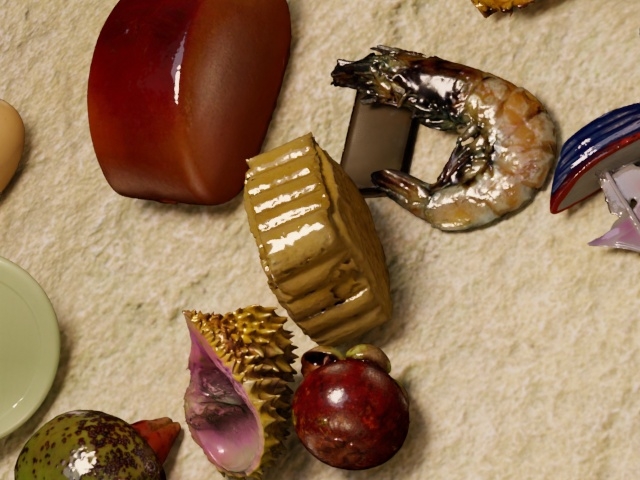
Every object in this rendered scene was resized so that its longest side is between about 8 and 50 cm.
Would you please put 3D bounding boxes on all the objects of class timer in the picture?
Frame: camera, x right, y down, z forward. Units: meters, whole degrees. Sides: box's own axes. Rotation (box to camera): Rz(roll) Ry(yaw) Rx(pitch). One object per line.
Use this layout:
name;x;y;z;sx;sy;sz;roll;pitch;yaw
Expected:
timer;-0.580;0.144;2.110;0.291;0.291;0.315;-59;27;-10

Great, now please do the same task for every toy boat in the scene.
toy boat;0.428;-0.056;1.699;0.219;0.072;0.318;-51;53;1

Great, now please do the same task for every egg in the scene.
egg;-0.603;-0.143;2.302;0.244;0.201;0.201;-34;50;-6

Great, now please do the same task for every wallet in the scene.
wallet;0.086;-0.155;1.988;0.110;0.031;0.198;-2;62;30

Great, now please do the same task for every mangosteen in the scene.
mangosteen;0.048;0.195;1.737;0.146;0.156;0.181;-18;35;56

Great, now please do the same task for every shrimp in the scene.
shrimp;0.147;-0.144;1.903;0.365;0.071;0.233;22;79;26

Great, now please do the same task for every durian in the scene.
durian;-0.092;0.208;1.779;0.154;0.260;0.186;-11;67;-17

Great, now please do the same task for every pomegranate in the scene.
pomegranate;-0.278;0.312;1.860;0.214;0.214;0.248;17;35;37

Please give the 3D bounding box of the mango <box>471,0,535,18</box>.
mango;0.315;-0.415;1.938;0.252;0.126;0.154;-30;31;2

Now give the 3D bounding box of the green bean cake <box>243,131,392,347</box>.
green bean cake;0.000;0.000;1.817;0.131;0.224;0.229;-24;43;11

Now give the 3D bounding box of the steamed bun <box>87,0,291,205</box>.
steamed bun;-0.202;-0.247;2.080;0.235;0.248;0.379;4;65;33
